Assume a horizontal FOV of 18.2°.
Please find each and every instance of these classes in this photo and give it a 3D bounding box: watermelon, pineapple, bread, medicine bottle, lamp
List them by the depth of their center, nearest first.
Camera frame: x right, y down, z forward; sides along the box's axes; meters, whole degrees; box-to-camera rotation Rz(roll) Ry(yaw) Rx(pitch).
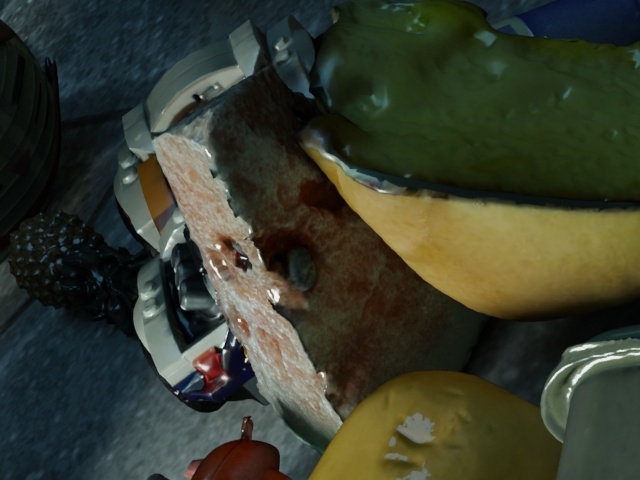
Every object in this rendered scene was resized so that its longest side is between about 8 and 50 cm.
[{"bbox_3d":[0.038,0.138,0.957,0.134,0.085,0.173,2,54,54],"label":"bread"},{"bbox_3d":[0.111,-0.031,1.031,0.252,0.133,0.174,5,43,-1],"label":"bread"},{"bbox_3d":[0.000,0.000,1.033,0.154,0.241,0.094,-52,39,-13],"label":"watermelon"},{"bbox_3d":[0.074,-0.082,1.132,0.231,0.059,0.059,-23,27,-8],"label":"medicine bottle"},{"bbox_3d":[-0.159,0.023,1.401,0.159,0.074,0.074,18,67,51],"label":"pineapple"},{"bbox_3d":[-0.321,-0.079,1.575,0.233,0.233,0.265,-18,45,41],"label":"lamp"}]

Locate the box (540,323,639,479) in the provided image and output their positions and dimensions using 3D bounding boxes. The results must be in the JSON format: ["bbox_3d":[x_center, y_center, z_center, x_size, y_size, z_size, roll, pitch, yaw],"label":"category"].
[{"bbox_3d":[0.195,0.120,0.724,0.274,0.138,0.178,-16,45,44],"label":"box"}]

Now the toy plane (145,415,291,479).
[{"bbox_3d":[-0.077,0.168,1.036,0.126,0.077,0.194,21,41,40],"label":"toy plane"}]

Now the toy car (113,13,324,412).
[{"bbox_3d":[-0.039,-0.022,1.245,0.193,0.118,0.301,-35,31,15],"label":"toy car"}]
